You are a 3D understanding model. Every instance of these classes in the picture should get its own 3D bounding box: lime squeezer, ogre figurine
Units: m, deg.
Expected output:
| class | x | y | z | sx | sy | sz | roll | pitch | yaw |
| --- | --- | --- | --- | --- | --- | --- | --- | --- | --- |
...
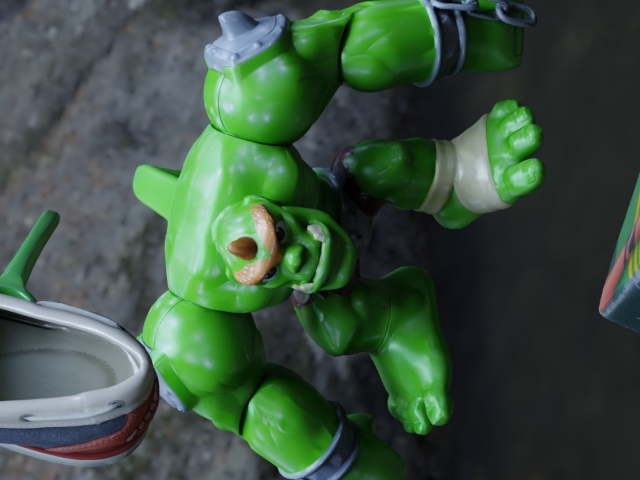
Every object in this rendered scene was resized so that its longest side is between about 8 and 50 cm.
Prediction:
| class | x | y | z | sx | sy | sz | roll | pitch | yaw |
| --- | --- | --- | --- | --- | --- | --- | --- | --- | --- |
| lime squeezer | -0.232 | 0.084 | 1.364 | 0.110 | 0.059 | 0.310 | 72 | -153 | -55 |
| ogre figurine | 0.000 | 0.000 | 0.671 | 0.197 | 0.118 | 0.097 | -65 | 31 | 28 |

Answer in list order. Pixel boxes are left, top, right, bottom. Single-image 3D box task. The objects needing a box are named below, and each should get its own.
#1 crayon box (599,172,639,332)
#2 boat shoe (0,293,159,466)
| class | x | y | z | sx | sy | sz | roll | pitch | yaw |
| --- | --- | --- | --- | --- | --- | --- | --- | --- | --- |
| crayon box | 0.247 | -0.116 | 0.978 | 0.202 | 0.081 | 0.318 | 112 | 180 | -67 |
| boat shoe | -0.110 | 0.030 | 0.505 | 0.043 | 0.137 | 0.049 | 105 | 175 | -67 |
